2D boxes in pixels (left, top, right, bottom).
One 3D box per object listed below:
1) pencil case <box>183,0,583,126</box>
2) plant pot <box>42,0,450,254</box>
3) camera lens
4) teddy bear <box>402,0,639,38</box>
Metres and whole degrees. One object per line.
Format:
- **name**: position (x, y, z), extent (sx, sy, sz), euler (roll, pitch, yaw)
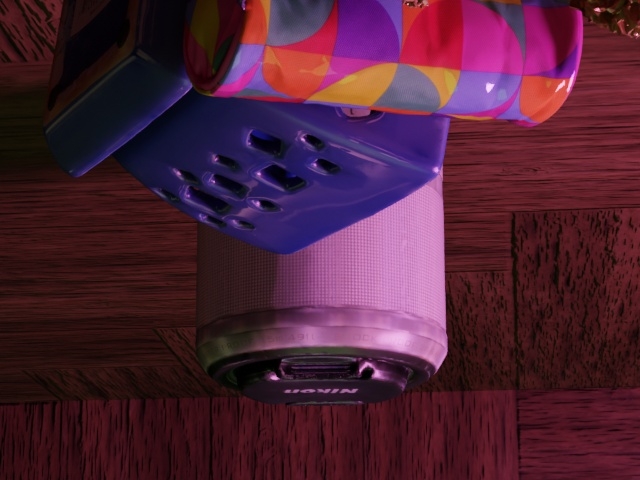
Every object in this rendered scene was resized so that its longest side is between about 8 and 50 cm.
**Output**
- **pencil case**: position (0.035, -0.125, 1.085), extent (0.236, 0.104, 0.104), euler (6, 163, -24)
- **plant pot**: position (-0.051, -0.143, 1.235), extent (0.212, 0.236, 0.236), euler (15, 159, -24)
- **camera lens**: position (0.000, 0.000, 1.636), extent (0.219, 0.274, 0.219), euler (0, 164, 0)
- **teddy bear**: position (0.109, -0.207, 1.060), extent (0.338, 0.245, 0.113), euler (5, 120, -24)
